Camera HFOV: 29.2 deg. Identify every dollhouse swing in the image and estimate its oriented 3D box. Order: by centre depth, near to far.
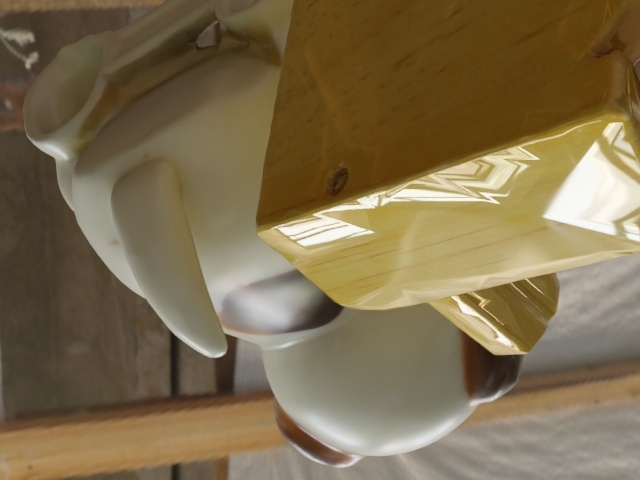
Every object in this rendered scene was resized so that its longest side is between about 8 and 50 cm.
[{"bbox_3d":[0.155,-0.123,0.706,0.305,0.315,0.347,27,-119,-35],"label":"dollhouse swing"}]

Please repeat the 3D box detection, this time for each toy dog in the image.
[{"bbox_3d":[0.000,0.000,0.995,0.284,0.395,0.408,-34,-59,10],"label":"toy dog"}]

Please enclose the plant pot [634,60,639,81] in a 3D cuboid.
[{"bbox_3d":[0.268,-0.129,0.787,0.237,0.237,0.110,-37,-83,1],"label":"plant pot"}]
